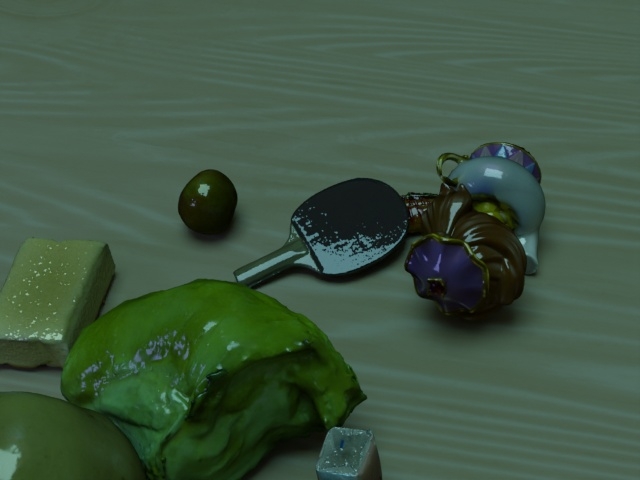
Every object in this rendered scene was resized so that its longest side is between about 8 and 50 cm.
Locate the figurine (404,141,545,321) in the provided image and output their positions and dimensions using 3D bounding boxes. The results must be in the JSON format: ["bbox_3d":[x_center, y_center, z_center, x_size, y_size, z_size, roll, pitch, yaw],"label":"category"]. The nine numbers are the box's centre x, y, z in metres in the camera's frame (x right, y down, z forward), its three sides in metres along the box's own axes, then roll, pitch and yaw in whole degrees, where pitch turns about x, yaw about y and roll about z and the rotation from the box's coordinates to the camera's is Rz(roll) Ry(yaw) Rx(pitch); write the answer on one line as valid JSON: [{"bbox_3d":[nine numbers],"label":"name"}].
[{"bbox_3d":[0.200,-0.008,1.839,0.189,0.142,0.263,37,47,-10],"label":"figurine"}]

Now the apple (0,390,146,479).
[{"bbox_3d":[-0.316,0.289,1.549,0.262,0.262,0.262,-5,44,5],"label":"apple"}]

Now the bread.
[{"bbox_3d":[-0.356,0.082,1.895,0.126,0.068,0.188,3,46,12],"label":"bread"}]

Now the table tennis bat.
[{"bbox_3d":[0.000,0.000,1.925,0.247,0.022,0.138,-27,57,-6],"label":"table tennis bat"}]

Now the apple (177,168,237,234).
[{"bbox_3d":[-0.153,-0.053,1.983,0.074,0.089,0.089,21,50,5],"label":"apple"}]

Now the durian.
[{"bbox_3d":[-0.148,0.157,1.693,0.340,0.204,0.256,33,69,36],"label":"durian"}]

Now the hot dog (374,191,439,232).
[{"bbox_3d":[0.108,-0.037,1.960,0.144,0.038,0.062,-3,45,6],"label":"hot dog"}]

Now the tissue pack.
[{"bbox_3d":[0.032,0.263,1.627,0.059,0.094,0.074,7,45,17],"label":"tissue pack"}]
